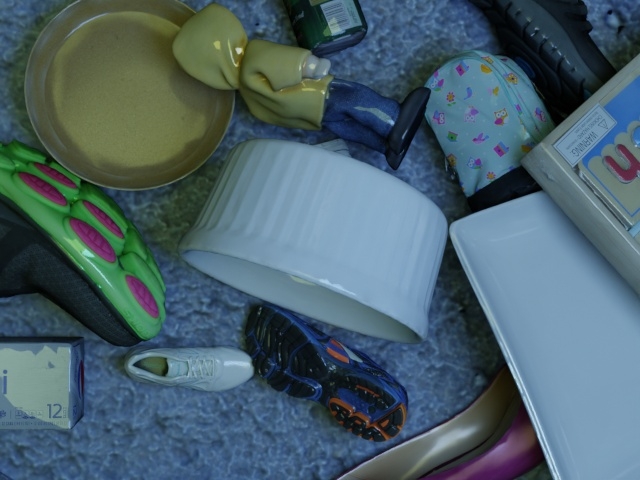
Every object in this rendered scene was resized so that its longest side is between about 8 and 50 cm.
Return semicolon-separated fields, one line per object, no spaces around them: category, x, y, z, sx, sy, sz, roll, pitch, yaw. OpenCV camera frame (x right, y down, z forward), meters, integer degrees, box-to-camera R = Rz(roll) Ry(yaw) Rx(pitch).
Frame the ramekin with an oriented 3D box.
ramekin;0.000;0.000;1.113;0.277;0.277;0.135;20;79;-3

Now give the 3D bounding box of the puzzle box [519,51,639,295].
puzzle box;0.442;-0.108;1.150;0.409;0.052;0.272;-41;87;-23

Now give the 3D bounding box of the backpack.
backpack;0.198;-0.130;1.191;0.152;0.115;0.182;-30;80;26

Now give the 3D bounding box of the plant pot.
plant pot;-0.217;-0.171;1.208;0.236;0.032;0.236;1;84;-9

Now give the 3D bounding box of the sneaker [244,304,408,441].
sneaker;0.007;0.148;1.205;0.221;0.087;0.083;36;108;13

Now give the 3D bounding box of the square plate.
square plate;0.350;0.086;1.138;0.347;0.049;0.344;-20;80;-13

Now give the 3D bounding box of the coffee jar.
coffee jar;-0.012;-0.306;1.206;0.079;0.096;0.184;-19;89;-8

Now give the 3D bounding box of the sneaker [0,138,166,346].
sneaker;-0.386;-0.012;1.154;0.483;0.185;0.202;29;104;1

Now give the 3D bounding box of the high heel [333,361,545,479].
high heel;0.148;0.210;1.178;0.181;0.127;0.377;33;89;-13

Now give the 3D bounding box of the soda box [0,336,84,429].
soda box;-0.410;0.156;1.165;0.286;0.091;0.098;-1;89;-4

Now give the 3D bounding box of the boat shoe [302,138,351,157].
boat shoe;-0.015;-0.097;1.233;0.100;0.035;0.035;-16;62;-1

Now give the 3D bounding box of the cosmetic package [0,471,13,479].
cosmetic package;-0.445;0.345;1.139;0.107;0.127;0.238;33;84;-3

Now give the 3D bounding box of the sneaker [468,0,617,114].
sneaker;0.254;-0.283;1.211;0.140;0.125;0.341;-42;94;-10

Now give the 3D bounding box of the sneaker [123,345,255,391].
sneaker;-0.149;0.147;1.199;0.152;0.061;0.053;1;86;-5

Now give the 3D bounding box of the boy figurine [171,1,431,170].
boy figurine;-0.026;-0.171;1.167;0.285;0.177;0.092;25;78;9
